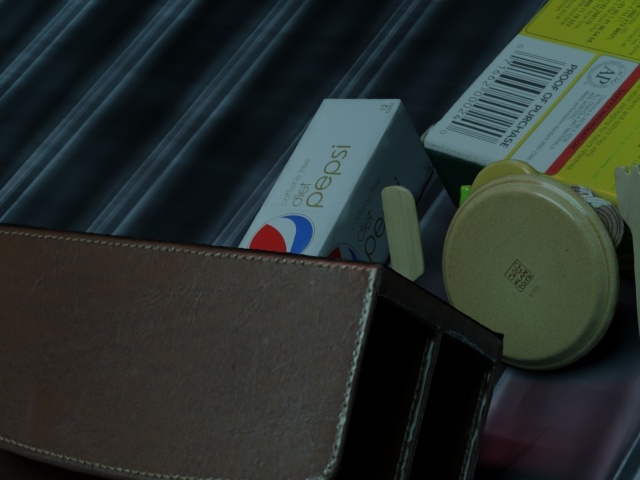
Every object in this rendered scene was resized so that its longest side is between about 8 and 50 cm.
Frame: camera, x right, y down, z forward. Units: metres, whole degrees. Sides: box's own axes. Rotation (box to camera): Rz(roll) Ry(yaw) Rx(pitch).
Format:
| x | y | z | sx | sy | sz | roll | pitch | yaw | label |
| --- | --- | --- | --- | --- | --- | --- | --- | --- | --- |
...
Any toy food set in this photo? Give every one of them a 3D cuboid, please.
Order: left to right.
| x | y | z | sx | sy | sz | roll | pitch | yaw | label |
| --- | --- | --- | --- | --- | --- | --- | --- | --- | --- |
| 0.132 | 0.014 | 0.948 | 0.192 | 0.132 | 0.038 | -3 | 6 | 37 | toy food set |

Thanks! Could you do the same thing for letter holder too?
| x | y | z | sx | sy | sz | roll | pitch | yaw | label |
| --- | --- | --- | --- | --- | --- | --- | --- | --- | --- |
| -0.080 | 0.121 | 0.874 | 0.302 | 0.152 | 0.214 | 6 | 75 | 34 | letter holder |

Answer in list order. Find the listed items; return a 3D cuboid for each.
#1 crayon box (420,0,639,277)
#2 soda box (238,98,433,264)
| x | y | z | sx | sy | sz | roll | pitch | yaw | label |
| --- | --- | --- | --- | --- | --- | --- | --- | --- | --- |
| 0.247 | -0.068 | 0.975 | 0.318 | 0.081 | 0.202 | 23 | 62 | 45 | crayon box |
| 0.000 | 0.000 | 1.060 | 0.069 | 0.074 | 0.216 | 3 | 50 | 33 | soda box |
